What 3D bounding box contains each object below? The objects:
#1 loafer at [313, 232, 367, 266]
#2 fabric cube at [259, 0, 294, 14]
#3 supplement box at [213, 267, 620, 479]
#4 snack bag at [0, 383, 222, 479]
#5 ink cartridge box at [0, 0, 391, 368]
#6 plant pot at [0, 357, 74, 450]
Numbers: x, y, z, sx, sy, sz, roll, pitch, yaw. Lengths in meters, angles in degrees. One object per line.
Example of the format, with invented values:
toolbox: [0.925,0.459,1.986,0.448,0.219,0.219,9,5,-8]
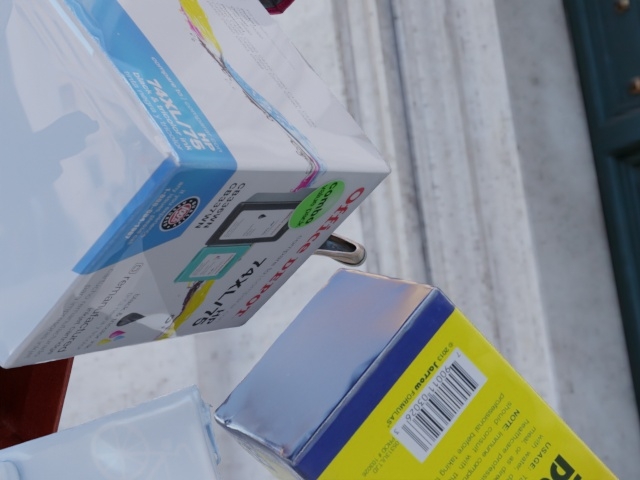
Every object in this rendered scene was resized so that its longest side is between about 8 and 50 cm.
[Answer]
loafer: [0.000,0.000,1.578,0.125,0.045,0.039,16,-16,16]
fabric cube: [-0.114,-0.408,1.232,0.254,0.258,0.259,-11,-23,-46]
supplement box: [0.112,0.218,1.102,0.356,0.195,0.194,46,-15,-20]
snack bag: [-0.197,0.310,0.914,0.343,0.323,0.037,-16,-8,-19]
ink cartridge box: [-0.127,-0.058,0.862,0.198,0.197,0.270,-46,-20,24]
plant pot: [-0.403,0.077,1.117,0.236,0.267,0.267,34,30,30]
